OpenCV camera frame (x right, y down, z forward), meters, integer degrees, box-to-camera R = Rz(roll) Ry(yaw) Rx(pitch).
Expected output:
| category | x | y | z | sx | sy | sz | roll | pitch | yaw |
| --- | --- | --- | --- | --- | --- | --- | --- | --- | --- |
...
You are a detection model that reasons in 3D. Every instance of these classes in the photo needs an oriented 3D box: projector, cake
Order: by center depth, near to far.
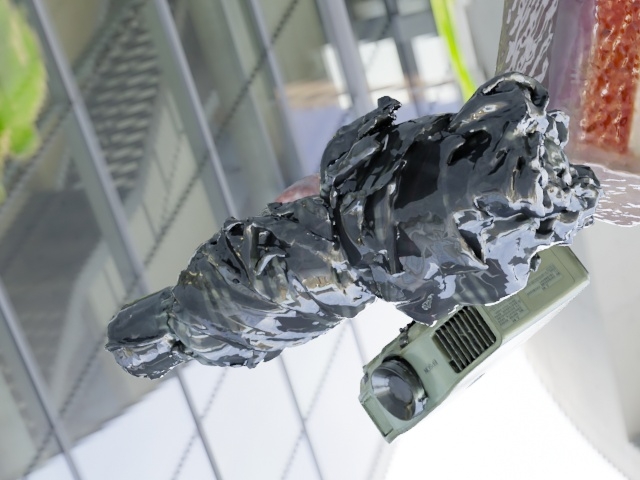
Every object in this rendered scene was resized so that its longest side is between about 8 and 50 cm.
| category | x | y | z | sx | sy | sz | roll | pitch | yaw |
| --- | --- | --- | --- | --- | --- | --- | --- | --- | --- |
| projector | 0.135 | 0.104 | 1.719 | 0.193 | 0.269 | 0.088 | -31 | -101 | -35 |
| cake | 0.316 | -0.182 | 1.827 | 0.237 | 0.309 | 0.230 | 13 | 171 | -15 |

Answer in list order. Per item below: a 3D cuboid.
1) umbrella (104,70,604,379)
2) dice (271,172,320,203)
| category | x | y | z | sx | sy | sz | roll | pitch | yaw |
| --- | --- | --- | --- | --- | --- | --- | --- | --- | --- |
| umbrella | 0.018 | 0.005 | 1.081 | 0.336 | 0.154 | 0.128 | -30 | -124 | 37 |
| dice | 0.000 | 0.000 | 1.562 | 0.091 | 0.093 | 0.094 | 45 | -77 | 19 |
